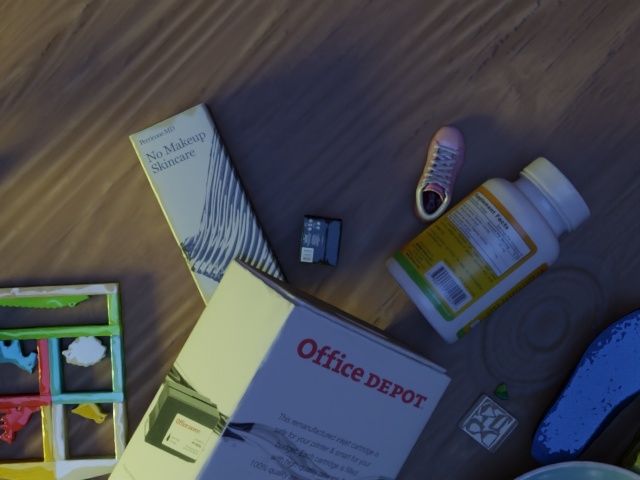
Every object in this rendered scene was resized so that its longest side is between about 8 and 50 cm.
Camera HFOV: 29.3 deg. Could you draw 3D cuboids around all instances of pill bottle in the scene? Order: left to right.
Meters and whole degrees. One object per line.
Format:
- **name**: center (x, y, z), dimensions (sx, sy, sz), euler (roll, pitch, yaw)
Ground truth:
- **pill bottle**: center (0.217, 0.007, 1.561), dimensions (0.245, 0.136, 0.136), euler (-39, 93, 1)

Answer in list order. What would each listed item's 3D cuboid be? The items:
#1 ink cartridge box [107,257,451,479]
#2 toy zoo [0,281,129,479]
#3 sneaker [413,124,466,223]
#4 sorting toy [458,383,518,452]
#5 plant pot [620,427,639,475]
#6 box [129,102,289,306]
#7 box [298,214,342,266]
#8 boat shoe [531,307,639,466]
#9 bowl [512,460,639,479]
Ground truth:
- **ink cartridge box**: center (-0.063, 0.261, 1.497), dimensions (0.285, 0.166, 0.395), euler (28, 93, -39)
- **toy zoo**: center (-0.353, 0.205, 1.618), dimensions (0.192, 0.030, 0.293), euler (-2, 93, 0)
- **sneaker**: center (0.157, -0.086, 1.589), dimensions (0.051, 0.070, 0.134), euler (19, 92, 0)
- **sorting toy**: center (0.232, 0.234, 1.635), dimensions (0.062, 0.012, 0.083), euler (39, 95, 2)
- **plant pot**: center (0.529, 0.299, 1.536), dimensions (0.254, 0.276, 0.276), euler (35, 92, 9)
- **box**: center (-0.138, -0.031, 1.576), dimensions (0.113, 0.094, 0.275), euler (-26, 93, 0)
- **box**: center (0.000, 0.000, 1.584), dimensions (0.052, 0.083, 0.062), euler (7, 93, 0)
- **boat shoe**: center (0.362, 0.183, 1.600), dimensions (0.258, 0.089, 0.109), euler (-45, 80, 7)
- **bowl**: center (0.332, 0.446, 1.511), dimensions (0.311, 0.163, 0.311), euler (-10, 60, 18)
